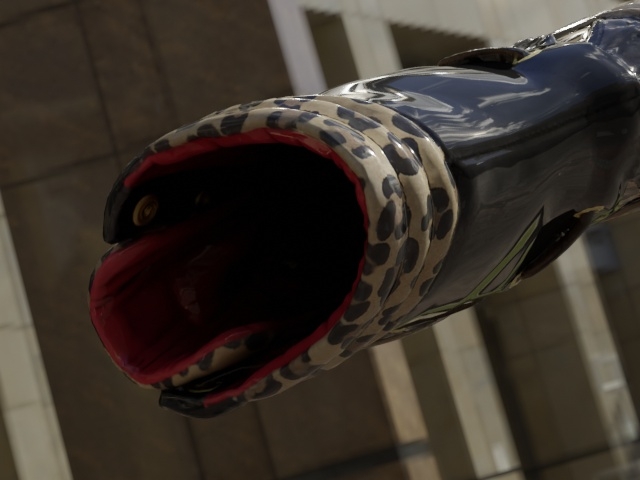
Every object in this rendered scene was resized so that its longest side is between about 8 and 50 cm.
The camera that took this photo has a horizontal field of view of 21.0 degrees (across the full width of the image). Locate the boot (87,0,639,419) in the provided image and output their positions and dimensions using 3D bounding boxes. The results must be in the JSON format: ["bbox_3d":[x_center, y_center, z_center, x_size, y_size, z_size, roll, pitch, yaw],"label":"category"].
[{"bbox_3d":[0.000,0.000,0.867,0.377,0.138,0.284,-21,-1,44],"label":"boot"}]
